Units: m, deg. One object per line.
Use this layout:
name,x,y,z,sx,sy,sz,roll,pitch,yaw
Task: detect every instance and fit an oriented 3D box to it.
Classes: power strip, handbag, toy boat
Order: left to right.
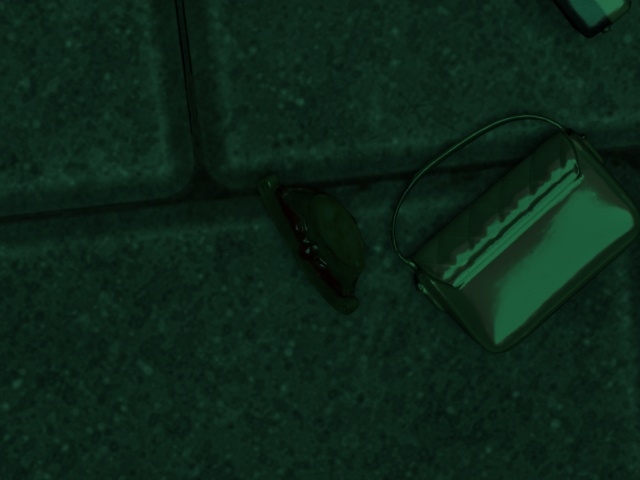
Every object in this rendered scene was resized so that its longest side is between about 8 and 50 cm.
toy boat,0.000,-0.001,1.827,0.089,0.071,0.185,-39,101,-38
handbag,0.210,-0.020,1.828,0.256,0.079,0.219,-41,87,5
power strip,0.237,-0.328,1.757,0.070,0.105,0.256,-37,99,11
